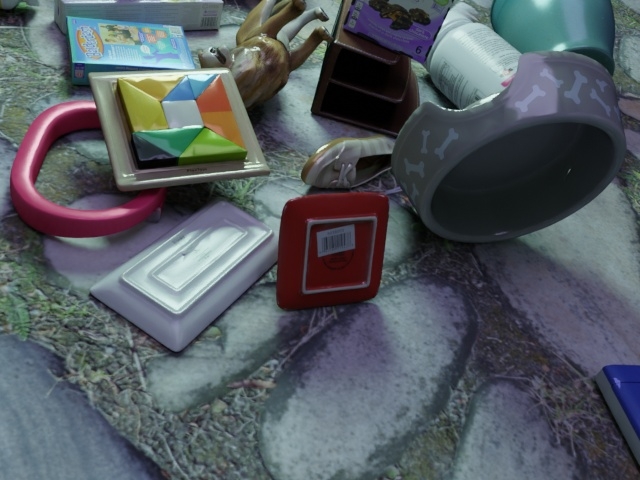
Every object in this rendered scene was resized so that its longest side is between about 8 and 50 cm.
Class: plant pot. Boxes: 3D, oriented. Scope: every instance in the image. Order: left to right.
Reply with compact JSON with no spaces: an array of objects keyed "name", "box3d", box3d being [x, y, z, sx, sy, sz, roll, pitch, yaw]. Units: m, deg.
[{"name":"plant pot","box3d":[0.544,-0.455,1.568,0.271,0.272,0.255,7,58,-14]}]

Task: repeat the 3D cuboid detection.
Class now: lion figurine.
[{"name":"lion figurine","box3d":[-0.106,-0.364,1.285,0.142,0.240,0.392,47,19,-18]}]

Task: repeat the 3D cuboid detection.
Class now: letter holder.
[{"name":"letter holder","box3d":[0.119,-0.357,1.361,0.214,0.152,0.302,17,41,-6]}]

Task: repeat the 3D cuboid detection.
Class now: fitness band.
[{"name":"fitness band","box3d":[-0.323,-0.107,0.992,0.208,0.054,0.291,7,41,-10]}]

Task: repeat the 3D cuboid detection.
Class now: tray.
[{"name":"tray","box3d":[-0.160,0.025,0.922,0.145,0.030,0.270,30,42,14]}]

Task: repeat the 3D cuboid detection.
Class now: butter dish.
[{"name":"butter dish","box3d":[0.000,0.000,0.946,0.160,0.160,0.118,-5,23,-25]}]

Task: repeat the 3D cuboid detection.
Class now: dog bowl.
[{"name":"dog bowl","box3d":[0.286,-0.117,1.030,0.348,0.349,0.102,1,56,-20]}]

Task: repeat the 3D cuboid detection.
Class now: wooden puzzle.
[{"name":"wooden puzzle","box3d":[-0.207,-0.177,1.006,0.220,0.044,0.239,-9,57,-25]}]

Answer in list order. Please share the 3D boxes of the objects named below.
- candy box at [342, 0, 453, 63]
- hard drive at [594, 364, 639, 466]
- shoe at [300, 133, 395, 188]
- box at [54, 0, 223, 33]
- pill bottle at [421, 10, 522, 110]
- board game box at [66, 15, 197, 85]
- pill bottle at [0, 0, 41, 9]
[{"name":"candy box","box3d":[0.150,-0.435,1.194,0.164,0.196,0.070,24,40,0]},{"name":"hard drive","box3d":[0.509,0.300,0.869,0.210,0.040,0.319,5,42,-17]},{"name":"shoe","box3d":[0.059,-0.130,1.142,0.219,0.077,0.058,-23,51,-40]},{"name":"box","box3d":[-0.349,-0.451,1.346,0.323,0.067,0.063,-14,49,-32]},{"name":"pill bottle","box3d":[0.329,-0.345,1.419,0.160,0.160,0.283,-11,49,-31]},{"name":"board game box","box3d":[-0.341,-0.336,1.235,0.210,0.047,0.160,-1,45,-23]},{"name":"pill bottle","box3d":[-0.606,-0.477,1.246,0.184,0.103,0.103,4,43,-17]}]
